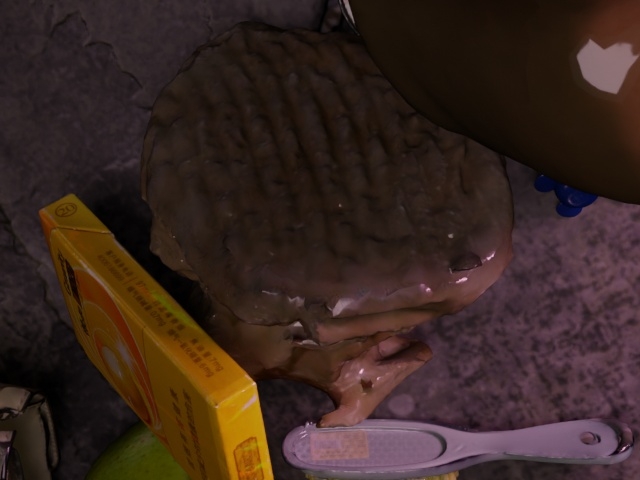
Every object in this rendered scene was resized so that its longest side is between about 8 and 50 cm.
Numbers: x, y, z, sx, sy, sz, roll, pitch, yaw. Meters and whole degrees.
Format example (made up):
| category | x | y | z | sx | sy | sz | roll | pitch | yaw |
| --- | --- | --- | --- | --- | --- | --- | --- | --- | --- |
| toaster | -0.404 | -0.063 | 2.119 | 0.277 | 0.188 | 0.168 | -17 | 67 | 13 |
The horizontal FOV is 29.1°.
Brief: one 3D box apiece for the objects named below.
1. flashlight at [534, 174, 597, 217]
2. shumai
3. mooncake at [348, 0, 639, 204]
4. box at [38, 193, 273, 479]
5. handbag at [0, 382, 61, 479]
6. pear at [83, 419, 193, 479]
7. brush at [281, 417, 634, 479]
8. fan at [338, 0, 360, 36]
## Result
| category | x | y | z | sx | sy | sz | roll | pitch | yaw |
| --- | --- | --- | --- | --- | --- | --- | --- | --- | --- |
| flashlight | 0.232 | -0.060 | 0.978 | 0.121 | 0.035 | 0.057 | -28 | 129 | 28 |
| shumai | 0.000 | 0.000 | 0.971 | 0.267 | 0.262 | 0.314 | -24 | 58 | -18 |
| mooncake | 0.235 | -0.240 | 0.737 | 0.467 | 0.262 | 0.467 | -19 | 128 | -26 |
| box | -0.127 | 0.090 | 0.937 | 0.043 | 0.269 | 0.152 | -28 | 134 | -25 |
| handbag | -0.408 | 0.199 | 1.028 | 0.359 | 0.160 | 0.236 | 8 | 129 | 4 |
| pear | -0.100 | 0.298 | 1.001 | 0.159 | 0.292 | 0.292 | -35 | 98 | 3 |
| brush | 0.116 | 0.190 | 1.050 | 0.297 | 0.068 | 0.060 | -2 | 123 | 4 |
| fan | 0.074 | -0.167 | 0.991 | 0.153 | 0.008 | 0.226 | 21 | 104 | 0 |
